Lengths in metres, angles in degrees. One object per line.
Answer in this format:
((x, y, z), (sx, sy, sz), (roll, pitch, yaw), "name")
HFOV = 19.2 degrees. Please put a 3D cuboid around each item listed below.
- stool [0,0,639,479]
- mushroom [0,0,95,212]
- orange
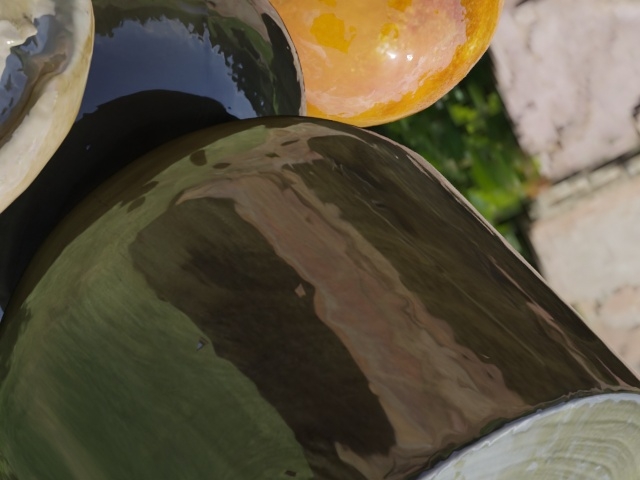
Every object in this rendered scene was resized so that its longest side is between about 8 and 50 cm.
((-0.035, 0.029, 0.612), (0.179, 0.264, 0.179), (-27, 144, -22), "stool")
((-0.126, -0.069, 0.323), (0.212, 0.097, 0.088), (23, 104, -51), "mushroom")
((0.010, -0.223, 1.526), (0.284, 0.284, 0.226), (9, 128, -32), "orange")
